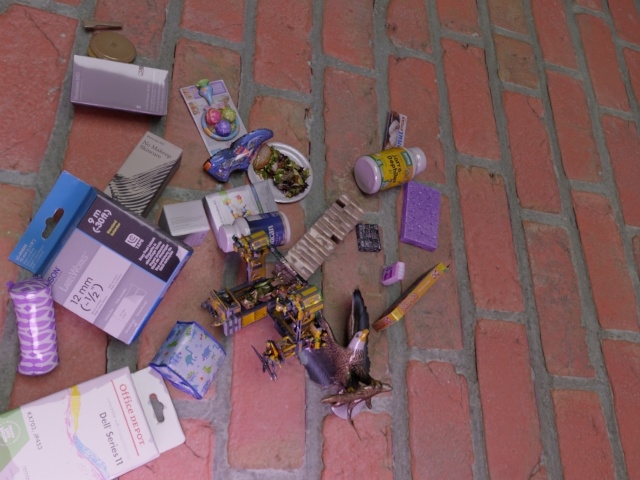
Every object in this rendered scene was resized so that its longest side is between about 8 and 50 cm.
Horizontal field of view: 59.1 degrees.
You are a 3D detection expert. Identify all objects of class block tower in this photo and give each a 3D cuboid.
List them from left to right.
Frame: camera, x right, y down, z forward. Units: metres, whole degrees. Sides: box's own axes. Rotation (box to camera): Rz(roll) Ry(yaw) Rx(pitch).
[{"bbox_3d":[0.000,0.000,1.558,0.097,0.091,0.335,40,59,0],"label":"block tower"}]

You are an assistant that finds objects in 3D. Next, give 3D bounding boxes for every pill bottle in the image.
[{"bbox_3d":[-0.171,-0.018,1.454,0.170,0.094,0.094,-12,72,-27],"label":"pill bottle"},{"bbox_3d":[0.217,-0.222,1.728,0.209,0.117,0.117,-19,76,-28],"label":"pill bottle"}]

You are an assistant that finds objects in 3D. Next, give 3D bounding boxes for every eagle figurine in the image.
[{"bbox_3d":[0.060,0.278,1.431,0.226,0.225,0.298,43,12,-46],"label":"eagle figurine"}]

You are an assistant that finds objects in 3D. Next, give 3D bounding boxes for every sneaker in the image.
[{"bbox_3d":[-0.220,-0.239,1.581,0.221,0.083,0.087,-37,107,-13],"label":"sneaker"}]

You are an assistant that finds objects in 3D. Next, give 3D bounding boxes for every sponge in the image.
[{"bbox_3d":[0.311,-0.079,1.753,0.117,0.031,0.209,17,62,-15],"label":"sponge"}]

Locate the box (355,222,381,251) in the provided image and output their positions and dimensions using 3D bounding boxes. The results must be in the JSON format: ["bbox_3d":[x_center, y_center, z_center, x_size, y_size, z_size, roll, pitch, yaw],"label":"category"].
[{"bbox_3d":[0.141,-0.008,1.660,0.067,0.018,0.083,2,67,-21],"label":"box"}]

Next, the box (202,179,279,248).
[{"bbox_3d":[-0.206,-0.073,1.525,0.186,0.038,0.145,-18,86,-26],"label":"box"}]

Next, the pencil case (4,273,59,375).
[{"bbox_3d":[-0.604,0.180,1.185,0.088,0.086,0.205,-1,105,-7],"label":"pencil case"}]

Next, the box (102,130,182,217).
[{"bbox_3d":[-0.463,-0.135,1.429,0.113,0.094,0.275,27,61,-8],"label":"box"}]

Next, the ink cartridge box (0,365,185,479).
[{"bbox_3d":[-0.471,0.400,1.173,0.354,0.119,0.207,-19,75,-28],"label":"ink cartridge box"}]

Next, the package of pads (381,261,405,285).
[{"bbox_3d":[0.207,0.095,1.603,0.032,0.083,0.050,22,64,-17],"label":"package of pads"}]

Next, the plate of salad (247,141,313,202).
[{"bbox_3d":[-0.112,-0.203,1.628,0.200,0.048,0.199,9,64,-19],"label":"plate of salad"}]

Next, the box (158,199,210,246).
[{"bbox_3d":[-0.347,-0.038,1.428,0.102,0.101,0.087,-13,73,-28],"label":"box"}]

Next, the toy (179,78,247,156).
[{"bbox_3d":[-0.292,-0.361,1.621,0.137,0.056,0.237,-21,77,-27],"label":"toy"}]

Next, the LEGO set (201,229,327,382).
[{"bbox_3d":[-0.154,0.150,1.315,0.192,0.254,0.331,-23,57,-28],"label":"LEGO set"}]

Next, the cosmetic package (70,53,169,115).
[{"bbox_3d":[-0.531,-0.405,1.496,0.238,0.107,0.127,2,97,-23],"label":"cosmetic package"}]

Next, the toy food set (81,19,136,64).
[{"bbox_3d":[-0.591,-0.538,1.596,0.133,0.038,0.192,-12,67,-33],"label":"toy food set"}]

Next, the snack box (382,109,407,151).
[{"bbox_3d":[0.242,-0.344,1.848,0.064,0.022,0.178,19,61,-15],"label":"snack box"}]

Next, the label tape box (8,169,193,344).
[{"bbox_3d":[-0.503,0.034,1.270,0.348,0.115,0.249,33,89,-8],"label":"label tape box"}]

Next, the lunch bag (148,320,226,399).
[{"bbox_3d":[-0.298,0.278,1.314,0.151,0.096,0.128,48,54,-31],"label":"lunch bag"}]

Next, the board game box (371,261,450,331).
[{"bbox_3d":[0.256,0.151,1.574,0.259,0.124,0.039,-37,84,-31],"label":"board game box"}]
